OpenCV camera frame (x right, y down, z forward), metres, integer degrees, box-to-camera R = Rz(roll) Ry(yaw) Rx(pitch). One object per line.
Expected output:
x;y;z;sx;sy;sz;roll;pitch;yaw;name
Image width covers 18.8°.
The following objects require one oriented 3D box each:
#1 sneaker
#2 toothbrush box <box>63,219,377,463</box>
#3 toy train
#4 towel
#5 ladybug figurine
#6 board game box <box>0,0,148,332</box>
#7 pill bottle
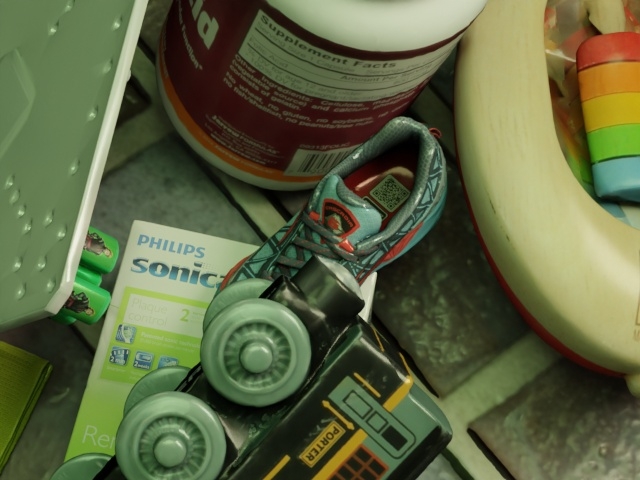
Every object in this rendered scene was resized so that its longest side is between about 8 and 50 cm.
0.000;0.000;1.484;0.104;0.125;0.262;35;68;13;sneaker
-0.084;0.150;1.548;0.206;0.122;0.283;13;65;4;toothbrush box
-0.062;0.172;1.376;0.190;0.142;0.334;42;92;-6;toy train
-0.316;0.184;1.583;0.102;0.021;0.237;22;67;8;towel
0.240;-0.074;1.609;0.305;0.162;0.449;10;62;-18;ladybug figurine
-0.245;-0.082;1.537;0.050;0.390;0.390;27;62;-32;board game box
0.011;-0.213;1.540;0.224;0.392;0.224;6;66;-15;pill bottle
